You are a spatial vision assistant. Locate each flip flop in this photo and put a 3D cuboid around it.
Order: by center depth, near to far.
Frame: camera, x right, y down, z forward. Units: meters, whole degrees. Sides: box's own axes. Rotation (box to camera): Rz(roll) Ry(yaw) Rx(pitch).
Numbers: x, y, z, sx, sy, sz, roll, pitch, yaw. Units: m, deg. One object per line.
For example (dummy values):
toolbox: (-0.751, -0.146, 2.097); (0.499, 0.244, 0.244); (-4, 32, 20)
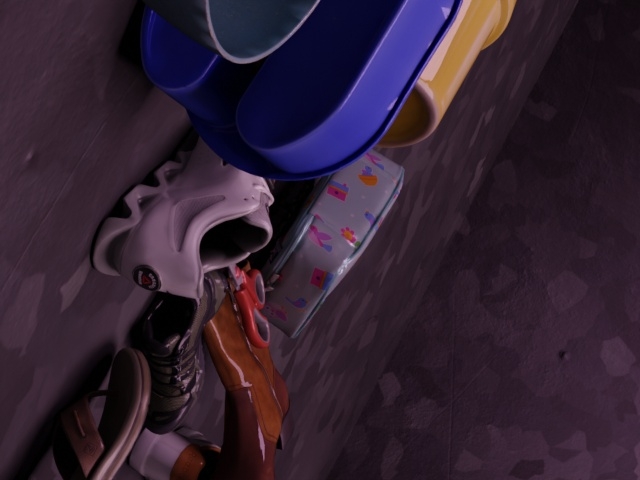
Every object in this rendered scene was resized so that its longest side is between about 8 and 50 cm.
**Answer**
flip flop: (-0.269, 0.237, 1.444); (0.112, 0.080, 0.277); (-27, -146, 59)

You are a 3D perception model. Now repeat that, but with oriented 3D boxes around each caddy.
caddy: (-0.011, -0.222, 1.224); (0.341, 0.241, 0.179); (-58, 165, 7)

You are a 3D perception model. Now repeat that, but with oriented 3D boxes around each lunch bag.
lunch bag: (0.000, 0.000, 1.874); (0.224, 0.108, 0.279); (-51, -176, 48)

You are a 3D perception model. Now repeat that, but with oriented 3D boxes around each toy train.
toy train: (-0.062, -0.027, 1.857); (0.158, 0.027, 0.036); (-58, 169, -21)

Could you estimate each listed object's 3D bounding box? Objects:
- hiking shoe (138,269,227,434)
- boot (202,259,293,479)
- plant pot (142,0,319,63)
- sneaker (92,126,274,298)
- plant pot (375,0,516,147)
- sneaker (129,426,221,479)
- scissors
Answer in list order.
hiking shoe: (-0.193, 0.134, 1.587); (0.114, 0.086, 0.227); (-3, 110, -65)
boot: (-0.110, 0.203, 1.716); (0.264, 0.096, 0.280); (-56, 140, -52)
plant pot: (-0.087, -0.298, 0.924); (0.290, 0.195, 0.290); (-58, 165, -26)
sneaker: (-0.101, -0.051, 1.434); (0.330, 0.146, 0.122); (-55, 162, -37)
plant pot: (0.078, -0.245, 1.415); (0.254, 0.254, 0.239); (90, 17, -61)
sneaker: (-0.184, 0.337, 1.868); (0.106, 0.123, 0.290); (-64, 168, -7)
scissors: (-0.102, 0.058, 1.616); (0.297, 0.021, 0.109); (63, 23, -70)
